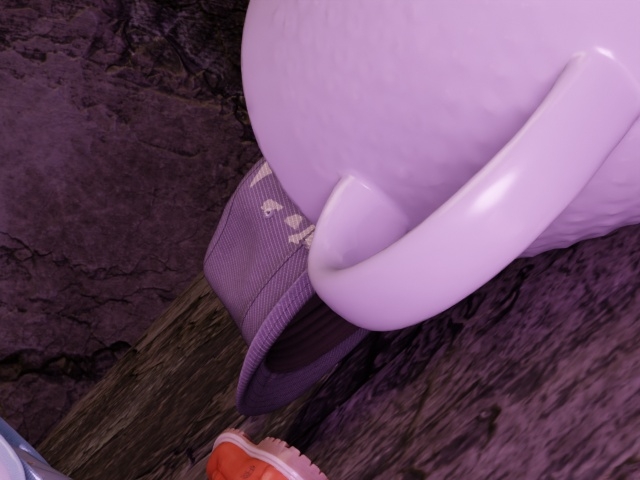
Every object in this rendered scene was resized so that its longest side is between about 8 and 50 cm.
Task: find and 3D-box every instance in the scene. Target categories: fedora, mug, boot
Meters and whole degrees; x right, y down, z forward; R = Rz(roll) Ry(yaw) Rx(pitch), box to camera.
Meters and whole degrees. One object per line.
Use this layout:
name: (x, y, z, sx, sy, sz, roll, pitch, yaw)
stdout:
fedora: (0.000, 0.000, 0.942, 0.275, 0.124, 0.244, -48, -18, 14)
mug: (0.120, -0.102, 0.683, 0.374, 0.276, 0.328, -55, 17, -26)
boot: (-0.059, 0.180, 0.824, 0.084, 0.059, 0.158, -51, 11, -18)

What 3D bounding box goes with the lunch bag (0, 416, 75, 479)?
lunch bag: (-0.216, 0.216, 0.656, 0.223, 0.262, 0.160, -44, 8, -13)
